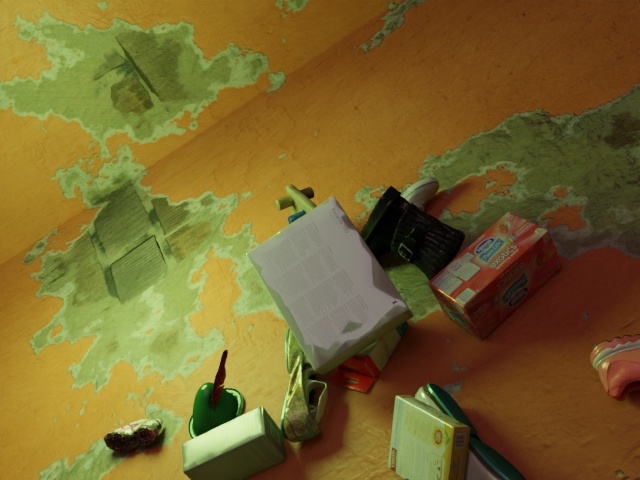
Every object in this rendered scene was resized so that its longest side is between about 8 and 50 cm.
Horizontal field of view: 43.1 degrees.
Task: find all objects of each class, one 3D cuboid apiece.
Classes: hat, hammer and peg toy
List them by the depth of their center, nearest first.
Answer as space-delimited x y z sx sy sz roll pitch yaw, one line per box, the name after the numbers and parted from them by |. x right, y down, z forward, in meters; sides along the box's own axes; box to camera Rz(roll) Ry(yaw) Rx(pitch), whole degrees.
-0.323 0.418 2.215 0.172 0.184 0.208 8 52 42 | hat
0.000 0.000 2.402 0.127 0.266 0.361 -22 32 -18 | hammer and peg toy

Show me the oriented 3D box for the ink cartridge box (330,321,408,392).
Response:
0.116 0.278 2.149 0.134 0.078 0.231 9 53 42 | ink cartridge box

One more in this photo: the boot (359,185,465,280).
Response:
0.237 0.026 2.293 0.260 0.348 0.131 35 59 7 | boot

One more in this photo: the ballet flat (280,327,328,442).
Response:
-0.034 0.366 2.130 0.123 0.123 0.349 -17 44 20 | ballet flat

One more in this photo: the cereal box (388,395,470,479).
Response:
0.230 0.451 1.759 0.240 0.047 0.173 -164 79 -65 | cereal box

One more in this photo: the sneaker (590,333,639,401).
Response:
0.743 0.256 1.718 0.313 0.116 0.136 -24 47 22 | sneaker

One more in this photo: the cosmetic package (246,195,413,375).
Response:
0.021 0.114 2.114 0.284 0.097 0.377 -34 68 4 | cosmetic package

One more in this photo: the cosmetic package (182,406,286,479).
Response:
-0.220 0.536 2.056 0.237 0.127 0.107 -23 38 9 | cosmetic package

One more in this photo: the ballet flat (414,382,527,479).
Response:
0.309 0.468 1.770 0.139 0.139 0.400 -36 33 -5 | ballet flat

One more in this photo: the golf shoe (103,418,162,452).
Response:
-0.533 0.555 2.323 0.186 0.068 0.086 -16 13 22 | golf shoe

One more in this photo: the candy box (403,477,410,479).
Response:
0.141 0.685 1.625 0.317 0.122 0.268 -36 37 -8 | candy box

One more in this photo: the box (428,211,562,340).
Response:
0.446 0.088 2.074 0.300 0.142 0.154 -40 37 -12 | box

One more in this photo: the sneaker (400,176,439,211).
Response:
0.272 -0.086 2.463 0.258 0.094 0.091 -41 55 -4 | sneaker
